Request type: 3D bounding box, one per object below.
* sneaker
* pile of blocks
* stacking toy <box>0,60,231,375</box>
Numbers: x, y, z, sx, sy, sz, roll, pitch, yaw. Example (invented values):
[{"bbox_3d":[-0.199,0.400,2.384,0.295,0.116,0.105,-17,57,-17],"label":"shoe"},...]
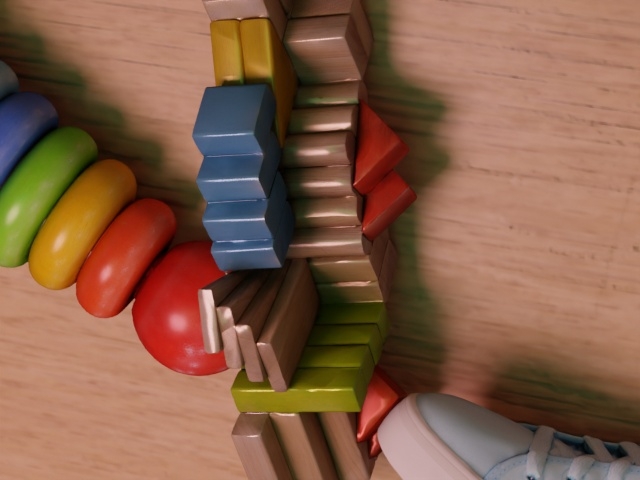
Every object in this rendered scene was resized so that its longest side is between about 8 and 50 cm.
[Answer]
[{"bbox_3d":[0.219,0.163,1.220,0.366,0.135,0.150,29,100,-1],"label":"sneaker"},{"bbox_3d":[0.000,0.000,1.233,0.112,0.149,0.362,-3,104,21],"label":"pile of blocks"},{"bbox_3d":[-0.180,-0.023,1.307,0.330,0.141,0.141,35,114,4],"label":"stacking toy"}]
